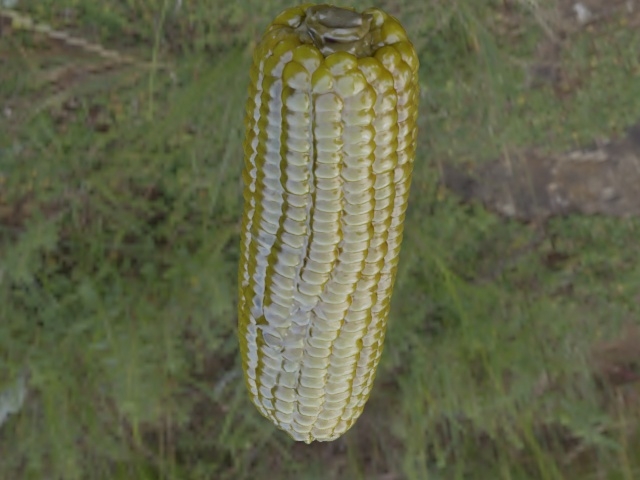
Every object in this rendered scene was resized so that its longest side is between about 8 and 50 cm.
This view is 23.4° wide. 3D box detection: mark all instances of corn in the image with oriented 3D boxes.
[{"bbox_3d":[0.000,0.000,0.709,0.080,0.080,0.231,1,124,-7],"label":"corn"}]
